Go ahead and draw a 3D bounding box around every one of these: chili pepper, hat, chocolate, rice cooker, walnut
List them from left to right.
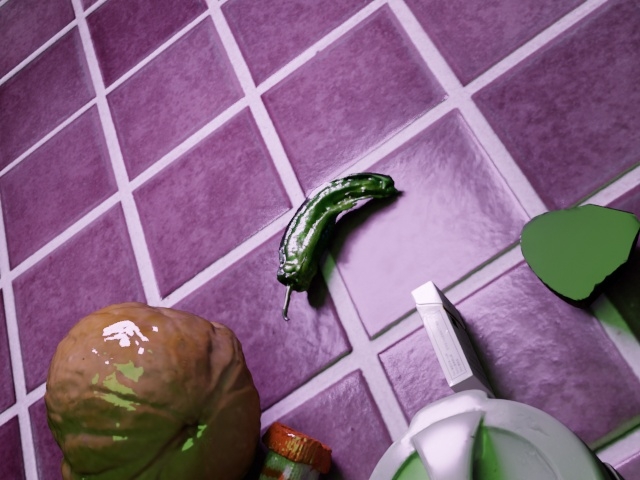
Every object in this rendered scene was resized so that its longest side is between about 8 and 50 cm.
[{"bbox_3d":[-0.235,0.229,1.322,0.333,0.333,0.332,-17,54,25],"label":"walnut"},{"bbox_3d":[-0.051,0.333,1.279,0.162,0.094,0.112,-65,23,-7],"label":"hat"},{"bbox_3d":[0.000,0.000,1.467,0.122,0.065,0.278,22,72,45],"label":"chili pepper"},{"bbox_3d":[0.197,0.317,0.986,0.289,0.277,0.288,-18,52,25],"label":"rice cooker"},{"bbox_3d":[0.337,0.026,1.209,0.149,0.080,0.125,-12,68,21],"label":"chocolate"}]

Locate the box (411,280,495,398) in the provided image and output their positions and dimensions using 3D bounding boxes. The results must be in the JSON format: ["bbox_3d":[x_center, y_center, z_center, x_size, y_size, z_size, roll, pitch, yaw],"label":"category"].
[{"bbox_3d":[0.172,0.136,1.248,0.040,0.084,0.154,-32,49,16],"label":"box"}]
